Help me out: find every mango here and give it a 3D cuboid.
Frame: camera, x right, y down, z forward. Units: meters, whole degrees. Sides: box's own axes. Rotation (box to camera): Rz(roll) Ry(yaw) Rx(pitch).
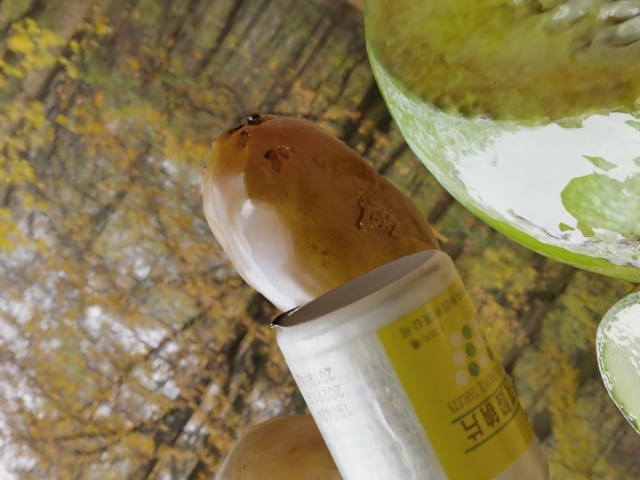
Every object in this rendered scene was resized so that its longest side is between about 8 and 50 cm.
[{"bbox_3d":[0.000,0.000,1.048,0.249,0.151,0.156,44,142,-16],"label":"mango"}]

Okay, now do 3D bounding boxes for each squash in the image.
[{"bbox_3d":[0.343,0.132,1.089,0.041,0.219,0.219,-31,-125,-33],"label":"squash"}]

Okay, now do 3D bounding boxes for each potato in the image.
[{"bbox_3d":[-0.014,0.223,1.075,0.150,0.146,0.234,31,-171,-10],"label":"potato"}]

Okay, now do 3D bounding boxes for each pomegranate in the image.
[{"bbox_3d":[0.167,-0.136,0.551,0.216,0.309,0.358,27,-171,-32],"label":"pomegranate"}]

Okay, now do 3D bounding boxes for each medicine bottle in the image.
[{"bbox_3d":[0.081,0.148,0.887,0.143,0.143,0.258,-69,-46,-82],"label":"medicine bottle"}]
